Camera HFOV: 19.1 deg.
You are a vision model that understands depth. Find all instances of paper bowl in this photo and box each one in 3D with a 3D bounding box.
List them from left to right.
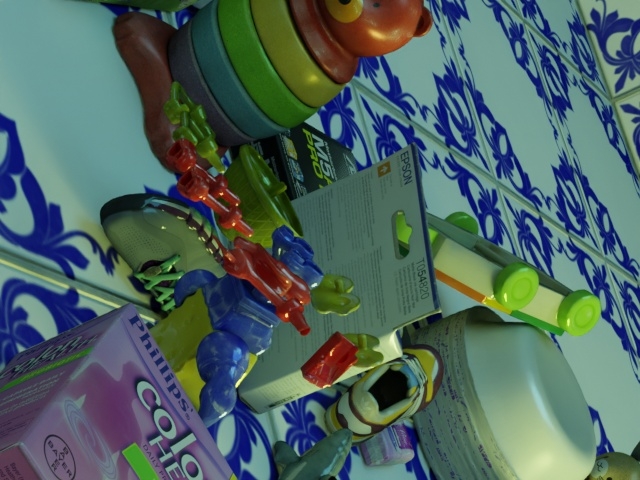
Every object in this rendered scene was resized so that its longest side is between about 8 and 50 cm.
[{"bbox_3d":[0.228,0.212,2.294,0.284,0.148,0.284,49,25,-34],"label":"paper bowl"}]

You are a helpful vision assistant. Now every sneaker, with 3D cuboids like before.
[{"bbox_3d":[-0.120,0.042,1.724,0.223,0.083,0.098,43,35,-48],"label":"sneaker"},{"bbox_3d":[0.087,0.153,2.011,0.069,0.084,0.185,51,44,3],"label":"sneaker"}]

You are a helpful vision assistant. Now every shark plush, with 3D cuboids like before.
[{"bbox_3d":[-0.012,0.228,1.795,0.073,0.067,0.161,63,20,-7],"label":"shark plush"}]

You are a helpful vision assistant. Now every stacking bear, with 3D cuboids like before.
[{"bbox_3d":[-0.031,-0.198,1.904,0.164,0.289,0.175,12,56,-65],"label":"stacking bear"}]

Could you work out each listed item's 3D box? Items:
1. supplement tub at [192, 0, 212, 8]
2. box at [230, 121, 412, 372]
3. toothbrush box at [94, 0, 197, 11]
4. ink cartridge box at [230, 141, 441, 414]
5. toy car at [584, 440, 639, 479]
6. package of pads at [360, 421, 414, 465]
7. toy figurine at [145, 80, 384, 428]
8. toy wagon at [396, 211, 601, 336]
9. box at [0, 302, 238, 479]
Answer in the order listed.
[{"bbox_3d":[-0.105,-0.287,2.137,0.107,0.071,0.071,3,64,-67],"label":"supplement tub"},{"bbox_3d":[0.000,0.000,2.089,0.216,0.060,0.270,26,44,-59],"label":"box"},{"bbox_3d":[-0.195,-0.352,1.919,0.283,0.122,0.206,-8,74,-67],"label":"toothbrush box"},{"bbox_3d":[0.018,0.036,1.860,0.045,0.224,0.223,46,29,-41],"label":"ink cartridge box"},{"bbox_3d":[0.359,0.306,2.443,0.149,0.188,0.155,51,25,-34],"label":"toy car"},{"bbox_3d":[0.069,0.217,2.058,0.083,0.032,0.050,12,58,-65],"label":"package of pads"},{"bbox_3d":[-0.115,0.051,1.581,0.191,0.217,0.362,38,13,-27],"label":"toy figurine"},{"bbox_3d":[0.171,0.016,2.301,0.344,0.068,0.267,22,9,-41],"label":"toy wagon"},{"bbox_3d":[-0.166,0.199,1.381,0.213,0.117,0.243,61,20,-12],"label":"box"}]
